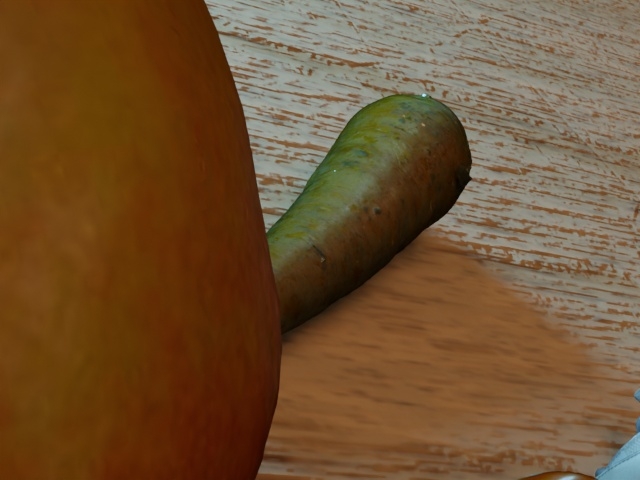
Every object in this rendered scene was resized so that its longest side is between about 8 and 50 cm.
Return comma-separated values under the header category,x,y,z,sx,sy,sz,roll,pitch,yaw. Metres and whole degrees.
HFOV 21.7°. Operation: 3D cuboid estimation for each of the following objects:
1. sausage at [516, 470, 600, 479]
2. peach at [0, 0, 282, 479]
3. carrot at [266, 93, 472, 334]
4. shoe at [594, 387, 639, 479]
category,x,y,z,sx,sy,sz,roll,pitch,yaw
sausage,0.064,0.150,0.683,0.083,0.083,0.264,46,29,18
peach,-0.149,0.011,0.461,0.308,0.308,0.332,-3,63,-49
carrot,0.000,0.000,0.856,0.078,0.078,0.298,39,35,6
shoe,0.187,0.123,0.834,0.092,0.089,0.180,40,27,6
